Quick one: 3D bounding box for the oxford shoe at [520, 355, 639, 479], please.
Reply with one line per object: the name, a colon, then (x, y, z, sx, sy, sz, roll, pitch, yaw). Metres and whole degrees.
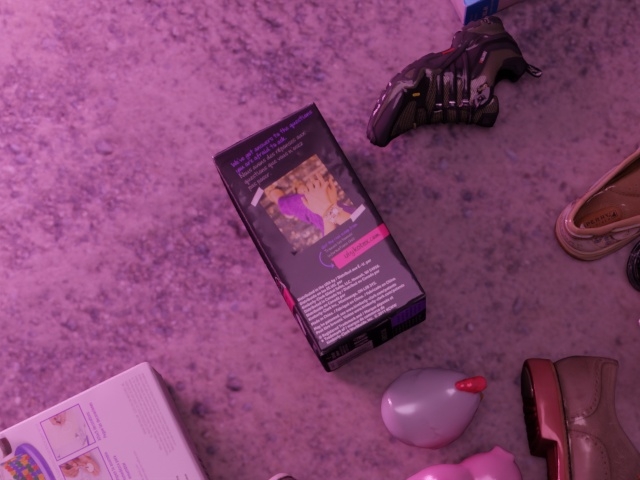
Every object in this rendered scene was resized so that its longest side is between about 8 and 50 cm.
oxford shoe: (0.323, 0.297, 1.809, 0.130, 0.123, 0.348, -8, 78, -4)

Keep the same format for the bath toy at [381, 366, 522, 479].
bath toy: (0.182, 0.301, 1.807, 0.129, 0.151, 0.348, -29, 69, 33)

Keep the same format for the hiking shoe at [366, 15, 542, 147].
hiking shoe: (0.162, -0.177, 1.941, 0.227, 0.086, 0.114, -39, 75, -7)

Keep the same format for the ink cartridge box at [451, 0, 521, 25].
ink cartridge box: (0.258, -0.383, 1.986, 0.231, 0.078, 0.134, -24, 78, -2)

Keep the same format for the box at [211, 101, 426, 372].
box: (0.000, 0.000, 1.869, 0.143, 0.165, 0.270, -28, 77, -3)

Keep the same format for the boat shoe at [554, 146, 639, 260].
boat shoe: (0.415, -0.071, 1.901, 0.285, 0.089, 0.104, -35, 77, -5)

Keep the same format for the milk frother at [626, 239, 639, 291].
milk frother: (0.447, 0.024, 1.855, 0.143, 0.135, 0.129, -32, 77, -4)

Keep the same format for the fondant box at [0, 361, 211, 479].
fondant box: (-0.293, 0.323, 1.848, 0.330, 0.096, 0.238, -26, 77, -4)

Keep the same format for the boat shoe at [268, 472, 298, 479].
boat shoe: (-0.069, 0.436, 1.793, 0.096, 0.112, 0.335, 20, 86, 32)

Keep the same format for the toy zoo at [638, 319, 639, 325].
toy zoo: (0.477, 0.125, 1.788, 0.192, 0.030, 0.293, -29, 120, -4)
